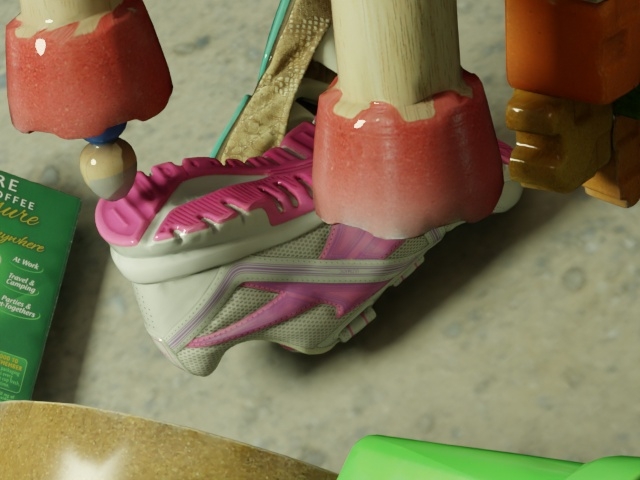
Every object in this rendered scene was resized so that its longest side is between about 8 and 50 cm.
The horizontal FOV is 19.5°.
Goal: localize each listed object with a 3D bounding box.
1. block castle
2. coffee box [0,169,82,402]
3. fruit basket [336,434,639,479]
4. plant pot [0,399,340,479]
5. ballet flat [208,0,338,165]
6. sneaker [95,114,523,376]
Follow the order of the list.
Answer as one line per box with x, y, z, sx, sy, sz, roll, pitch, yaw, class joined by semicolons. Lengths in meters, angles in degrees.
0.084;-0.155;0.980;0.303;0.212;0.453;17;34;39;block castle
-0.213;0.038;1.086;0.113;0.040;0.184;18;54;-15;coffee box
0.126;0.278;0.631;0.392;0.283;0.392;-25;52;36;fruit basket
-0.074;0.229;0.825;0.237;0.237;0.254;9;73;26;plant pot
-0.017;-0.082;1.138;0.067;0.073;0.206;20;62;1;ballet flat
0.000;0.000;1.039;0.252;0.111;0.103;-15;30;-19;sneaker
